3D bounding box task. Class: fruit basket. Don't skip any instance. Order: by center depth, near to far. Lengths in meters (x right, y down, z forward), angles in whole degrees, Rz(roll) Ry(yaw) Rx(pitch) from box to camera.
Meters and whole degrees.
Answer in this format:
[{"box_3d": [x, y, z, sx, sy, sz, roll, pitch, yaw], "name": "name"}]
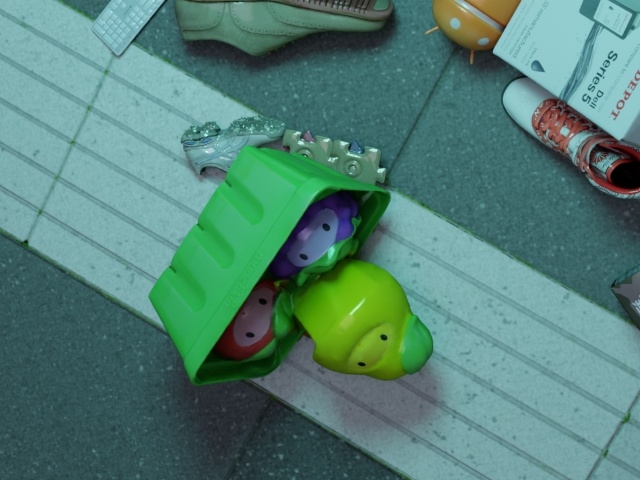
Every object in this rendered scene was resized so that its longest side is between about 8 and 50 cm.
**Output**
[{"box_3d": [-0.016, 0.083, 1.897, 0.392, 0.283, 0.392, -1, 88, 29], "name": "fruit basket"}]

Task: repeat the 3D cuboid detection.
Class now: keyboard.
[{"box_3d": [-0.272, -0.418, 2.061, 0.072, 0.014, 0.256, 44, 104, 7], "name": "keyboard"}]

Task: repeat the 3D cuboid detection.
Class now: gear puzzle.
[{"box_3d": [0.000, 0.000, 2.023, 0.176, 0.044, 0.338, 13, 102, 12], "name": "gear puzzle"}]

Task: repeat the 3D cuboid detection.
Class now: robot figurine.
[{"box_3d": [0.251, -0.371, 1.867, 0.128, 0.158, 0.219, 42, 105, 31], "name": "robot figurine"}]

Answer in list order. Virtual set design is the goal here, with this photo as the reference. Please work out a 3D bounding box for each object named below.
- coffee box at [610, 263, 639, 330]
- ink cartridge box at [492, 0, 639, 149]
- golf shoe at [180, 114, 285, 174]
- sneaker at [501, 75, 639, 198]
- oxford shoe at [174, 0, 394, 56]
[{"box_3d": [0.564, 0.054, 1.843, 0.246, 0.098, 0.141, -36, 86, 16], "name": "coffee box"}, {"box_3d": [0.404, -0.275, 1.770, 0.273, 0.115, 0.198, 44, 113, 40], "name": "ink cartridge box"}, {"box_3d": [-0.133, -0.150, 2.037, 0.176, 0.069, 0.086, -5, 113, 20], "name": "golf shoe"}, {"box_3d": [0.376, -0.154, 1.847, 0.270, 0.145, 0.090, 37, 104, 9], "name": "sneaker"}, {"box_3d": [-0.058, -0.351, 1.978, 0.348, 0.123, 0.130, 10, 125, 13], "name": "oxford shoe"}]
